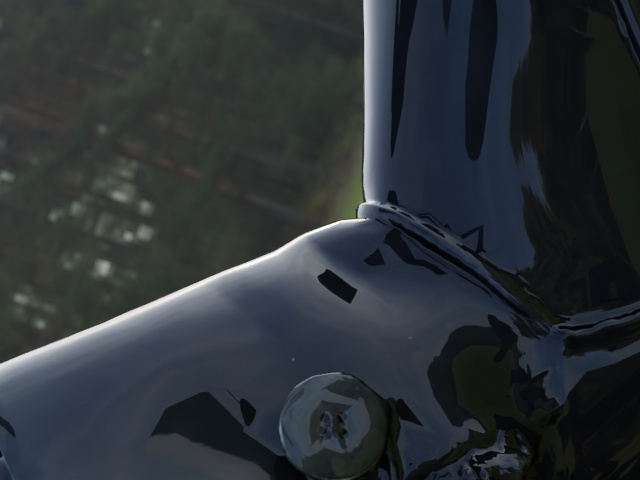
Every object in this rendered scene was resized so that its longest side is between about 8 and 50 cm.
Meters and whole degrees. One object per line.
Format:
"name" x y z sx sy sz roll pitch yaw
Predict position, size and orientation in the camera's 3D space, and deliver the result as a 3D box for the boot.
"boot" 0.000 0.000 0.476 0.094 0.207 0.246 101 144 -79
